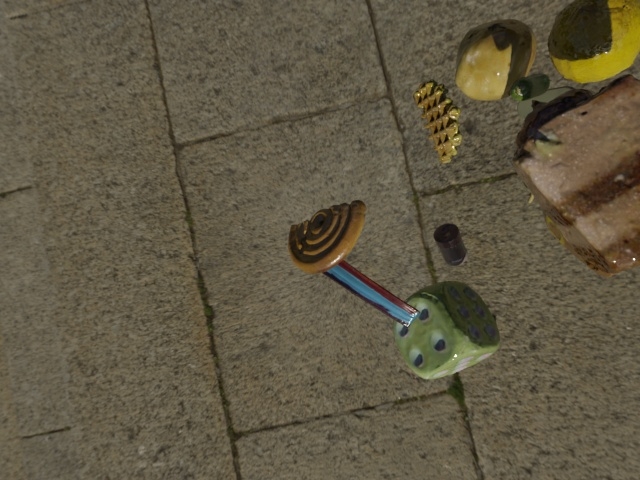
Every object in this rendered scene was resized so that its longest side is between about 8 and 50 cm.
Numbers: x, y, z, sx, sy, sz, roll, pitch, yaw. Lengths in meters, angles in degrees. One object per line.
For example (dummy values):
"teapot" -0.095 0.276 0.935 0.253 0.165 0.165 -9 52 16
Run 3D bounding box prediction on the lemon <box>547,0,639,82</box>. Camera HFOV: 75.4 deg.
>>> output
"lemon" 0.633 -0.466 0.951 0.192 0.231 0.193 -13 70 38

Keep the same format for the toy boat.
"toy boat" 0.109 0.118 1.210 0.392 0.136 0.079 32 85 19

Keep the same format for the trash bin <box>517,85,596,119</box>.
"trash bin" 1.024 -0.589 1.784 0.247 0.243 0.121 -16 105 -36

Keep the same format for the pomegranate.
"pomegranate" 0.722 -0.740 1.725 0.332 0.332 0.333 0 87 3

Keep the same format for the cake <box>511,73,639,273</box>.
"cake" 0.419 -0.116 0.622 0.196 0.198 0.293 -37 77 22

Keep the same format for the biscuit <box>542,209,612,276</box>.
"biscuit" 0.587 -0.051 0.966 0.052 0.262 0.277 -30 126 9

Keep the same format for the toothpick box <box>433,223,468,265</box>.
"toothpick box" 0.509 0.017 1.614 0.098 0.098 0.149 -37 129 0

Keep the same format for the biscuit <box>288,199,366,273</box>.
"biscuit" -0.001 0.000 0.883 0.033 0.224 0.145 27 60 -37

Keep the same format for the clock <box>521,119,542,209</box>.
"clock" 0.748 -0.264 1.390 0.096 0.235 0.308 -2 108 6

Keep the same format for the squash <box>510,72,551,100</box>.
"squash" 0.650 -0.475 1.283 0.219 0.077 0.068 -27 82 -36

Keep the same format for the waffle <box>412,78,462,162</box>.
"waffle" 0.291 -0.303 1.035 0.046 0.161 0.192 -19 56 -14

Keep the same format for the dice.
"dice" 0.411 0.296 1.374 0.250 0.254 0.252 -47 52 39
